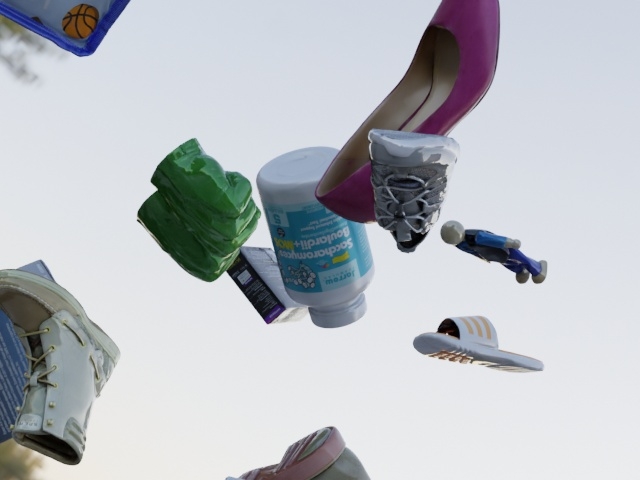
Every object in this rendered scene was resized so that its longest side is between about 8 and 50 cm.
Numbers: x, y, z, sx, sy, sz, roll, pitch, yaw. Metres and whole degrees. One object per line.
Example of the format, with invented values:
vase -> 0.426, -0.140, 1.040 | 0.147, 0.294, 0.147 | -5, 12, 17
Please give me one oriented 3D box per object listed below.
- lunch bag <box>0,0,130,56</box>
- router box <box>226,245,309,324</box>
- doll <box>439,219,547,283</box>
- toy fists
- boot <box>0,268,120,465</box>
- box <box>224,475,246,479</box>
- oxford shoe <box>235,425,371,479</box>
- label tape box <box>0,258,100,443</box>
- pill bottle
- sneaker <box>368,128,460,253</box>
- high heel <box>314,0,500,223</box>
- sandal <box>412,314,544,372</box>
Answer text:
lunch bag -> -0.428, -0.444, 1.686 | 0.385, 0.239, 0.328 | 27, 19, -40
router box -> -0.085, 0.072, 2.217 | 0.133, 0.046, 0.179 | 51, 12, 12
doll -> 0.255, 0.012, 2.016 | 0.189, 0.046, 0.129 | 25, -15, -29
toy fists -> -0.155, -0.032, 1.793 | 0.142, 0.096, 0.279 | 50, -24, 4
boot -> -0.325, 0.147, 1.564 | 0.077, 0.165, 0.213 | -10, -42, 30
box -> -0.135, 0.546, 2.121 | 0.127, 0.262, 0.231 | 12, 18, 2
oxford shoe -> -0.079, 0.461, 2.285 | 0.397, 0.140, 0.146 | -34, -80, 36
label tape box -> -0.549, 0.207, 2.150 | 0.106, 0.334, 0.240 | 42, -29, 54
pill bottle -> 0.000, 0.000, 2.064 | 0.146, 0.146, 0.264 | 15, -52, 47
sneaker -> 0.113, -0.057, 1.625 | 0.105, 0.115, 0.281 | 7, -12, 13
high heel -> 0.120, -0.200, 1.806 | 0.181, 0.377, 0.127 | 11, 5, -36
sandal -> 0.264, 0.167, 2.259 | 0.265, 0.076, 0.102 | 16, -18, -33
